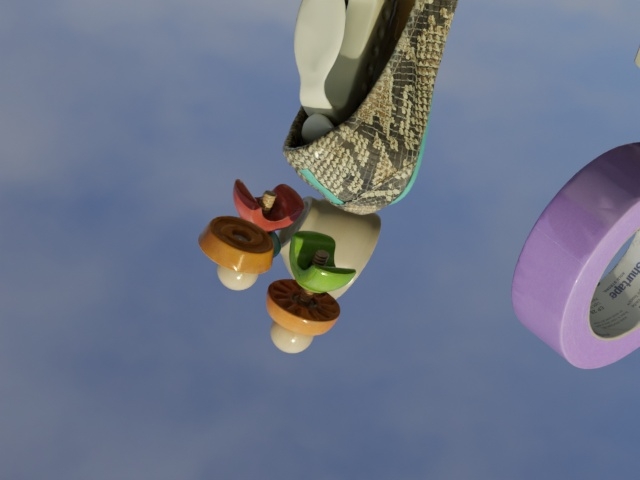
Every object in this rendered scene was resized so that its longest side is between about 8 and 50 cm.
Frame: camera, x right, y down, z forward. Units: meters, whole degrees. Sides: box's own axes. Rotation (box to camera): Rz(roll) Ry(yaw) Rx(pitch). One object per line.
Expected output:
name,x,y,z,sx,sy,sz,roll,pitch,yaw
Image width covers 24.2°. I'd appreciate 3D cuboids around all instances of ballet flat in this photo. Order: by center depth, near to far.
ballet flat,0.071,-0.271,1.582,0.164,0.483,0.182,-1,156,46

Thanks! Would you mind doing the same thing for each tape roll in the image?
tape roll,0.362,0.020,1.815,0.274,0.275,0.090,4,-151,-47

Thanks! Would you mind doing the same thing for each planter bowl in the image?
planter bowl,0.000,0.000,2.249,0.109,0.162,0.162,32,-155,-17

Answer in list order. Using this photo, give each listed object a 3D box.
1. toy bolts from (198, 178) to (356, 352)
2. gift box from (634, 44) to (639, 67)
toy bolts,-0.093,0.037,1.999,0.218,0.158,0.228,8,-150,-28
gift box,0.634,-0.281,2.091,0.258,0.276,0.255,50,179,13
